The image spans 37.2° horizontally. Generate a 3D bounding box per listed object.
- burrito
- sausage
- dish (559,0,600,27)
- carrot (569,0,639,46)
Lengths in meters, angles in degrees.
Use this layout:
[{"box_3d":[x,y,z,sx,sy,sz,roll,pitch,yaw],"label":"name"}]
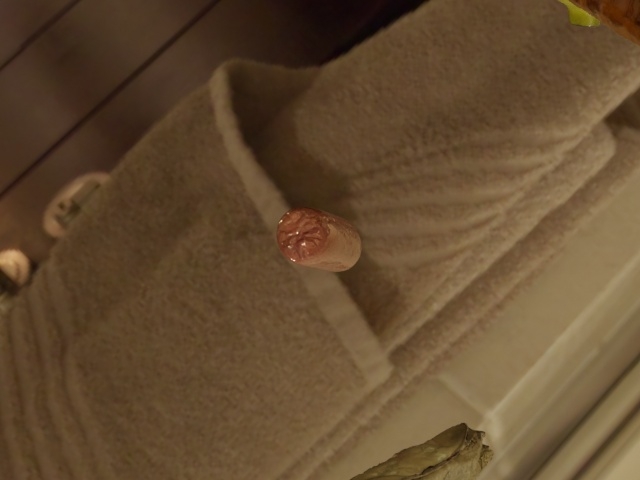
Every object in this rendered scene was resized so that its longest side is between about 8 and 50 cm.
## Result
[{"box_3d":[0.078,0.216,0.862,0.058,0.229,0.063,45,131,41],"label":"burrito"},{"box_3d":[0.000,0.000,1.009,0.062,0.062,0.154,42,-172,17],"label":"sausage"},{"box_3d":[0.228,-0.332,0.870,0.262,0.108,0.221,114,144,-55],"label":"dish"},{"box_3d":[0.156,-0.162,0.534,0.314,0.066,0.066,45,171,33],"label":"carrot"}]
